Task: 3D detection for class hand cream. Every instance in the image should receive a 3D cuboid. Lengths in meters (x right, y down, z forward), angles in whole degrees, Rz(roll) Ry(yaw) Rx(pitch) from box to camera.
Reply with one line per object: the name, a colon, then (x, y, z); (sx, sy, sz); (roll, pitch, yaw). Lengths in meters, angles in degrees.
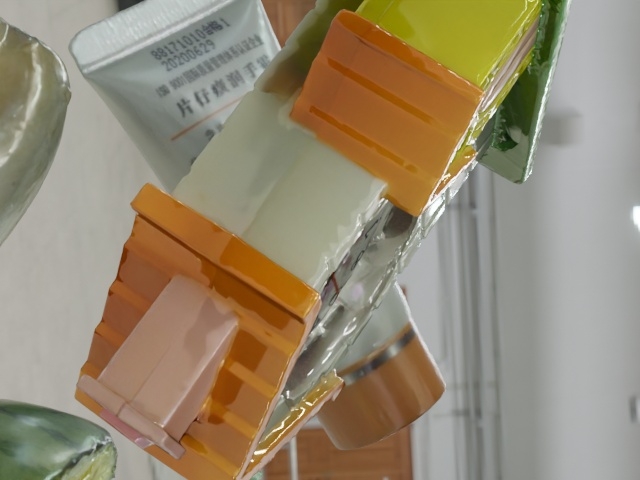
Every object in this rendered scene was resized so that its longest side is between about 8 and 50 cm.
hand cream: (-0.032, -0.016, 0.766); (0.089, 0.139, 0.314); (-13, -75, 58)

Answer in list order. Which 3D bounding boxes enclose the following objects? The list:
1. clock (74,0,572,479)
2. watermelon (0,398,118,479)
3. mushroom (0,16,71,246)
clock: (0.000, 0.000, 0.578); (0.255, 0.106, 0.220); (-55, 166, -12)
watermelon: (-0.315, 0.233, 0.938); (0.331, 0.189, 0.331); (-51, -179, 1)
mushroom: (-0.258, 0.017, 0.555); (0.095, 0.351, 0.123); (5, -50, 59)
